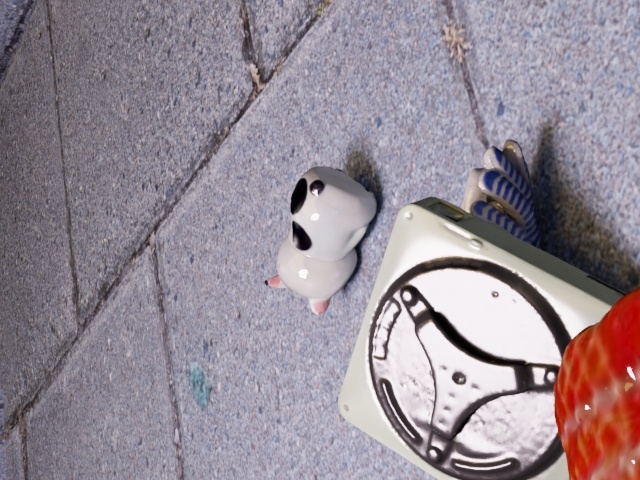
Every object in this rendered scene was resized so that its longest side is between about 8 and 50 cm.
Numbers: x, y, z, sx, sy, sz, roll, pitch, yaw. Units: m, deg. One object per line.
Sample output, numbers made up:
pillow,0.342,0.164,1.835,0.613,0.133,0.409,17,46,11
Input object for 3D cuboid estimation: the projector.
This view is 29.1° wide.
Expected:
projector,0.154,0.124,1.205,0.257,0.079,0.259,29,118,26

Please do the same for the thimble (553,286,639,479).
thimble,0.318,0.152,0.742,0.350,0.350,0.230,-43,44,53

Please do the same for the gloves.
gloves,0.175,0.008,1.274,0.119,0.097,0.229,33,120,54

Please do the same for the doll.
doll,0.003,-0.006,1.594,0.110,0.107,0.180,36,127,34
